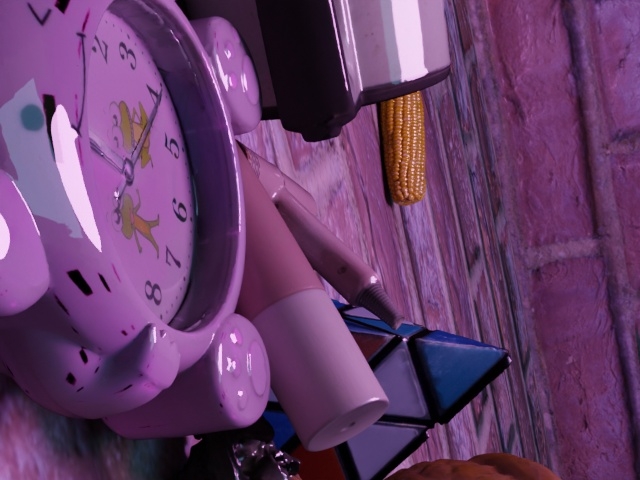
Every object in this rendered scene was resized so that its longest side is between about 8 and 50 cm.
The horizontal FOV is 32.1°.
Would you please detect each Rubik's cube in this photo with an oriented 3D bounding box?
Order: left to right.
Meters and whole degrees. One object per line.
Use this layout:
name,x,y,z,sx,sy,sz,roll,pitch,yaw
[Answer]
Rubik's cube,-0.025,0.169,1.018,0.250,0.284,0.234,-155,-106,-71

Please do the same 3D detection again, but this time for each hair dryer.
hair dryer,0.006,0.004,0.996,0.220,0.053,0.195,39,3,19

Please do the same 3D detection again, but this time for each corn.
corn,0.124,-0.150,1.651,0.067,0.067,0.206,40,43,-65

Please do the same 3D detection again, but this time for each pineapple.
pineapple,-0.056,0.172,0.842,0.119,0.111,0.237,6,-62,64

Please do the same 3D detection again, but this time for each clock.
clock,-0.135,-0.042,0.661,0.322,0.113,0.295,42,42,-63

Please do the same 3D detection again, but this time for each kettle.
kettle,-0.021,-0.289,0.899,0.361,0.250,0.376,-93,173,-75

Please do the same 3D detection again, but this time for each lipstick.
lipstick,-0.041,0.030,0.823,0.254,0.070,0.070,59,7,24

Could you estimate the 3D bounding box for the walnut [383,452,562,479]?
walnut,0.170,0.368,1.151,0.333,0.333,0.333,-9,90,-73
